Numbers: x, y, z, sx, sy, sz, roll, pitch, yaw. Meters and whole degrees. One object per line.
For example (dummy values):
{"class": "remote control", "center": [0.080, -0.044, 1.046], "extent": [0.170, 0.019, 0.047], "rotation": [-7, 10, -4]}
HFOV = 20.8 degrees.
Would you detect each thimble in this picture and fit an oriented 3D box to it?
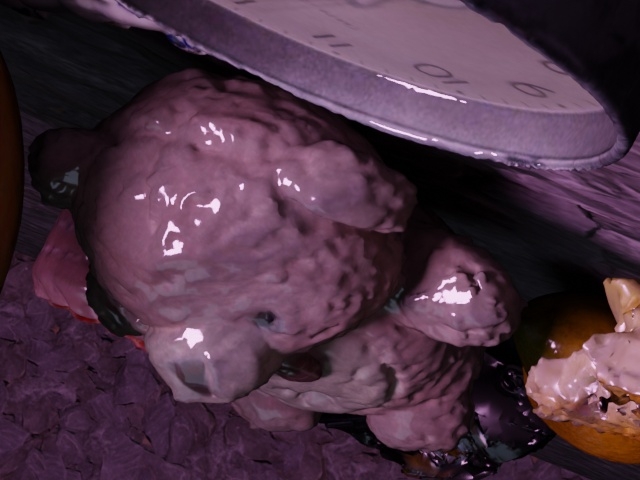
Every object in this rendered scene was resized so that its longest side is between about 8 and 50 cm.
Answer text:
{"class": "thimble", "center": [-0.114, 0.021, 1.299], "extent": [0.163, 0.125, 0.189], "rotation": [19, 172, 35]}

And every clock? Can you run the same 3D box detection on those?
{"class": "clock", "center": [0.002, -0.081, 0.524], "extent": [0.215, 0.042, 0.215], "rotation": [22, 173, 3]}

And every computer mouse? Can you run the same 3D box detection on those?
{"class": "computer mouse", "center": [0.085, 0.098, 1.288], "extent": [0.241, 0.146, 0.078], "rotation": [3, 133, 44]}

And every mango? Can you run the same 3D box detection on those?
{"class": "mango", "center": [0.169, 0.077, 1.018], "extent": [0.115, 0.089, 0.165], "rotation": [31, 172, 16]}

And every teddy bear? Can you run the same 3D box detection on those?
{"class": "teddy bear", "center": [-0.013, 0.015, 0.858], "extent": [0.236, 0.151, 0.267], "rotation": [3, 168, 22]}

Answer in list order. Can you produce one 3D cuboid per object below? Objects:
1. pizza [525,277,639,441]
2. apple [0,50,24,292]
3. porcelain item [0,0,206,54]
{"class": "pizza", "center": [0.207, 0.056, 0.714], "extent": [0.223, 0.089, 0.323], "rotation": [15, 171, -1]}
{"class": "apple", "center": [-0.336, -0.026, 0.756], "extent": [0.400, 0.334, 0.400], "rotation": [31, 179, 0]}
{"class": "porcelain item", "center": [-0.109, -0.110, 0.730], "extent": [0.136, 0.021, 0.075], "rotation": [16, 171, 42]}
